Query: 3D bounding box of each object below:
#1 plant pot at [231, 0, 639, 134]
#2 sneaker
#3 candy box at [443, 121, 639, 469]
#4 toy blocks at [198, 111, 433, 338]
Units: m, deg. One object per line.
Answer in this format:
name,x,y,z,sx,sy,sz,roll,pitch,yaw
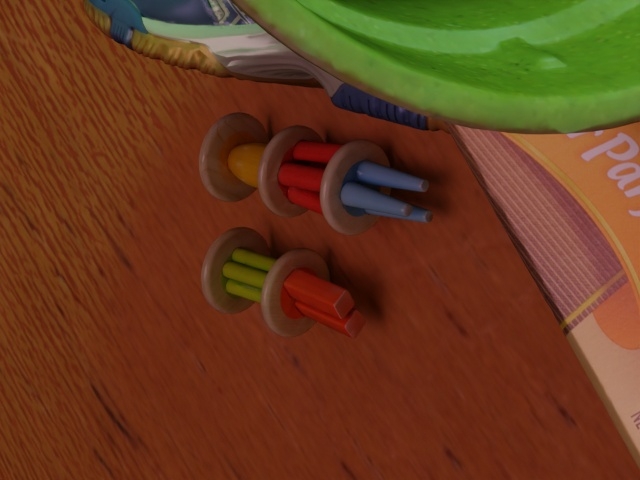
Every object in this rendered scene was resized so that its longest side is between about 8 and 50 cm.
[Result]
plant pot,0.016,-0.185,0.532,0.254,0.276,0.276,-155,58,-64
sneaker,0.001,-0.139,0.847,0.296,0.112,0.131,16,103,37
candy box,0.166,-0.034,0.645,0.183,0.087,0.316,-32,76,19
toy blocks,0.000,0.000,0.915,0.148,0.054,0.123,16,114,44
